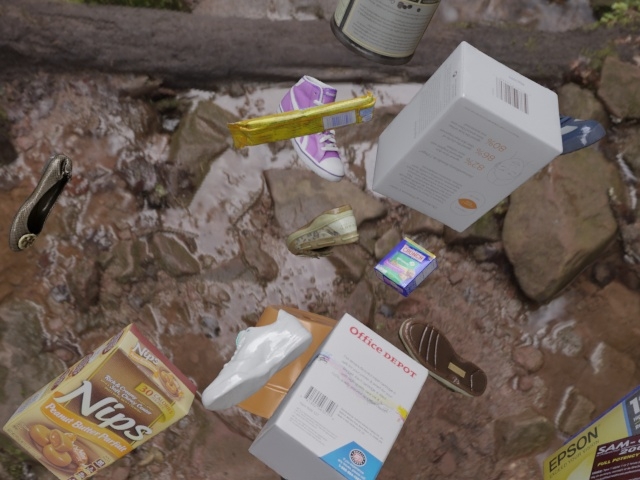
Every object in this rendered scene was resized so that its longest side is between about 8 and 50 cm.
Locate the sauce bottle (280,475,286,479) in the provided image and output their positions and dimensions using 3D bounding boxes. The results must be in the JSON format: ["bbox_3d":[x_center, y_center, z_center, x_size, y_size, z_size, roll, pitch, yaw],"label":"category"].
[{"bbox_3d":[0.037,0.558,1.409,0.111,0.111,0.344,-50,32,-17],"label":"sauce bottle"}]

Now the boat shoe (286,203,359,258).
[{"bbox_3d":[0.000,0.000,1.589,0.104,0.285,0.089,-20,83,-26],"label":"boat shoe"}]

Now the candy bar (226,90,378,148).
[{"bbox_3d":[-0.016,-0.126,0.708,0.161,0.040,0.018,-13,56,-3],"label":"candy bar"}]

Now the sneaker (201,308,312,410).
[{"bbox_3d":[-0.120,0.194,1.113,0.212,0.080,0.094,-33,65,-26],"label":"sneaker"}]

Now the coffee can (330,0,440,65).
[{"bbox_3d":[0.161,-0.538,1.400,0.201,0.275,0.201,14,45,-15],"label":"coffee can"}]

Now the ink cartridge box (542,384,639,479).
[{"bbox_3d":[0.471,0.330,1.043,0.072,0.303,0.307,33,30,-6],"label":"ink cartridge box"}]

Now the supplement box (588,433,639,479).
[{"bbox_3d":[0.296,0.306,0.603,0.130,0.073,0.239,47,43,-4],"label":"supplement box"}]

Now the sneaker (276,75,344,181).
[{"bbox_3d":[0.001,-0.288,1.661,0.102,0.161,0.282,-6,57,-50],"label":"sneaker"}]

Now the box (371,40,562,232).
[{"bbox_3d":[0.157,-0.107,0.744,0.130,0.170,0.091,24,51,-18],"label":"box"}]

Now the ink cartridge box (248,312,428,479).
[{"bbox_3d":[0.031,0.277,1.090,0.171,0.168,0.232,36,54,2],"label":"ink cartridge box"}]

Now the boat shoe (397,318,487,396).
[{"bbox_3d":[0.256,0.272,1.515,0.257,0.095,0.095,43,63,-16],"label":"boat shoe"}]

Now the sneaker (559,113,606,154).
[{"bbox_3d":[0.413,-0.232,1.359,0.112,0.319,0.131,-29,108,-34],"label":"sneaker"}]

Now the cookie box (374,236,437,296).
[{"bbox_3d":[0.189,0.058,1.481,0.107,0.040,0.092,-42,54,-18],"label":"cookie box"}]

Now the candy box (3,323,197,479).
[{"bbox_3d":[-0.413,0.316,1.263,0.316,0.087,0.183,-35,108,18],"label":"candy box"}]

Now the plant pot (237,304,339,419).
[{"bbox_3d":[-0.045,0.262,1.444,0.291,0.291,0.203,16,90,8],"label":"plant pot"}]

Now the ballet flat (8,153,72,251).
[{"bbox_3d":[-0.639,-0.082,1.549,0.058,0.084,0.250,26,85,10],"label":"ballet flat"}]
